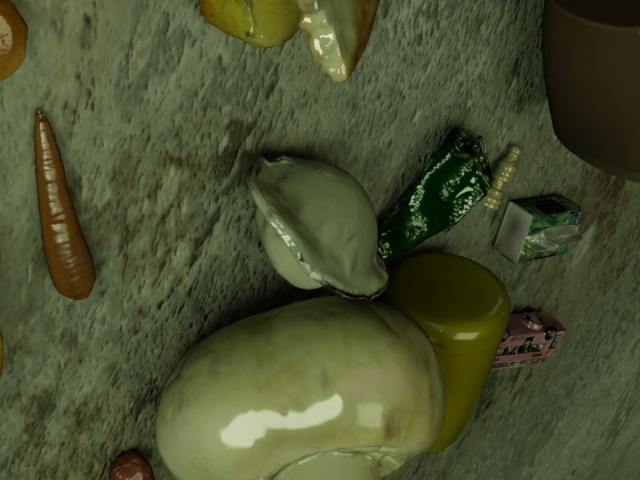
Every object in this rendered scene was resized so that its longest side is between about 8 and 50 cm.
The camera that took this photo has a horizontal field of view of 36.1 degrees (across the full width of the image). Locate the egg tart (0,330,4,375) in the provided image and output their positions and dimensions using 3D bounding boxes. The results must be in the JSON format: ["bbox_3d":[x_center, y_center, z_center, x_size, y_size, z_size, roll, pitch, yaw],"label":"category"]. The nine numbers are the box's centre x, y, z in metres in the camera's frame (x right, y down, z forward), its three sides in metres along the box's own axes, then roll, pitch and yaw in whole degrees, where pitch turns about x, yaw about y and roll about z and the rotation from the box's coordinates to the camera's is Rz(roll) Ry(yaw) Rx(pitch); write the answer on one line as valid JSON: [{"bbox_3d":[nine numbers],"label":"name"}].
[{"bbox_3d":[-0.458,0.122,0.872,0.341,0.129,0.341,-23,134,-25],"label":"egg tart"}]

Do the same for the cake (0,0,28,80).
[{"bbox_3d":[-0.293,-0.175,0.843,0.084,0.044,0.084,-20,131,-25],"label":"cake"}]

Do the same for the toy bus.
[{"bbox_3d":[0.302,0.158,1.576,0.203,0.063,0.090,-1,124,-37],"label":"toy bus"}]

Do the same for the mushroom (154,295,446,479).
[{"bbox_3d":[-0.016,0.215,1.155,0.353,0.353,0.325,-8,121,-36],"label":"mushroom"}]

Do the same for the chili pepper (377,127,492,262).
[{"bbox_3d":[0.140,-0.058,1.280,0.216,0.062,0.108,-48,132,1],"label":"chili pepper"}]

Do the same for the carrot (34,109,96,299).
[{"bbox_3d":[-0.262,-0.031,0.983,0.048,0.048,0.216,-22,127,-26],"label":"carrot"}]

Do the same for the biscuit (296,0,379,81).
[{"bbox_3d":[0.010,-0.322,0.913,0.309,0.040,0.205,75,30,-42],"label":"biscuit"}]

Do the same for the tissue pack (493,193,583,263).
[{"bbox_3d":[0.329,-0.013,1.453,0.111,0.079,0.085,-8,125,-35],"label":"tissue pack"}]

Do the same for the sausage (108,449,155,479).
[{"bbox_3d":[-0.239,0.312,1.251,0.059,0.054,0.094,-21,132,-27],"label":"sausage"}]

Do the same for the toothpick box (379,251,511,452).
[{"bbox_3d":[0.155,0.167,1.380,0.175,0.175,0.271,-17,134,-30],"label":"toothpick box"}]

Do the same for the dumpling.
[{"bbox_3d":[0.000,0.000,1.126,0.142,0.172,0.247,-44,142,18],"label":"dumpling"}]

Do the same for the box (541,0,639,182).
[{"bbox_3d":[0.416,-0.240,1.201,0.301,0.301,0.216,-37,133,-12],"label":"box"}]

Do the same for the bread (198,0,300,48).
[{"bbox_3d":[-0.078,-0.294,0.897,0.102,0.094,0.245,-40,139,-22],"label":"bread"}]

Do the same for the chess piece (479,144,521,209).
[{"bbox_3d":[0.253,-0.090,1.368,0.035,0.035,0.092,13,108,-44],"label":"chess piece"}]
